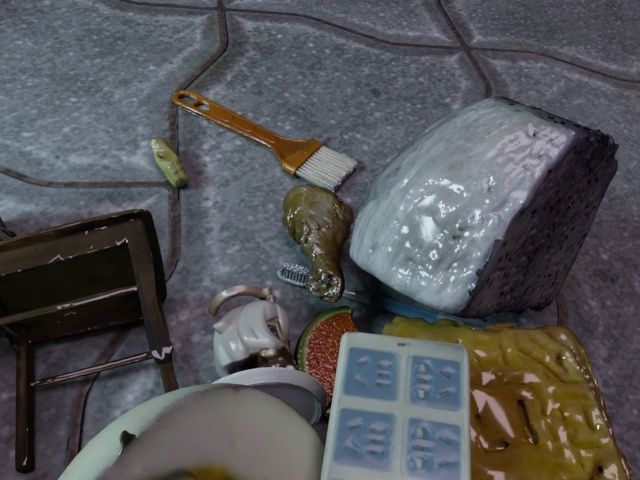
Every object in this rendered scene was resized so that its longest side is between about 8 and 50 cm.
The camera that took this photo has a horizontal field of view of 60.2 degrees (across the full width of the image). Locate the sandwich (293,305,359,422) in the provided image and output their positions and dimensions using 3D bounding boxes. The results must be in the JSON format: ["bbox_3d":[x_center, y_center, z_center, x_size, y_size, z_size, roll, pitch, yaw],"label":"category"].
[{"bbox_3d":[0.005,0.126,0.598,0.067,0.029,0.135,19,47,-3],"label":"sandwich"}]

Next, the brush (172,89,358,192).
[{"bbox_3d":[-0.096,-0.161,0.837,0.314,0.017,0.090,28,47,13],"label":"brush"}]

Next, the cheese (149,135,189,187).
[{"bbox_3d":[-0.207,-0.108,0.747,0.030,0.044,0.083,-28,61,-12],"label":"cheese"}]

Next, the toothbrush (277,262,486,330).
[{"bbox_3d":[0.080,0.075,0.660,0.276,0.025,0.019,17,47,3],"label":"toothbrush"}]

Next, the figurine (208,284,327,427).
[{"bbox_3d":[-0.072,0.112,0.541,0.132,0.132,0.153,-2,41,-14],"label":"figurine"}]

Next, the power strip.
[{"bbox_3d":[0.044,0.222,0.356,0.106,0.043,0.367,5,50,8],"label":"power strip"}]

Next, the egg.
[{"bbox_3d":[-0.094,0.229,0.402,0.271,0.162,0.206,58,33,-17],"label":"egg"}]

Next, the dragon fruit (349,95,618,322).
[{"bbox_3d":[0.167,-0.049,0.605,0.204,0.221,0.283,34,21,35],"label":"dragon fruit"}]

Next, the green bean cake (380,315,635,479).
[{"bbox_3d":[0.152,0.185,0.509,0.224,0.131,0.229,3,48,-8],"label":"green bean cake"}]

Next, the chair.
[{"bbox_3d":[-0.252,0.031,0.544,0.186,0.160,0.319,-14,54,-16],"label":"chair"}]

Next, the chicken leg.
[{"bbox_3d":[0.002,-0.002,0.665,0.085,0.069,0.198,24,32,-26],"label":"chicken leg"}]
